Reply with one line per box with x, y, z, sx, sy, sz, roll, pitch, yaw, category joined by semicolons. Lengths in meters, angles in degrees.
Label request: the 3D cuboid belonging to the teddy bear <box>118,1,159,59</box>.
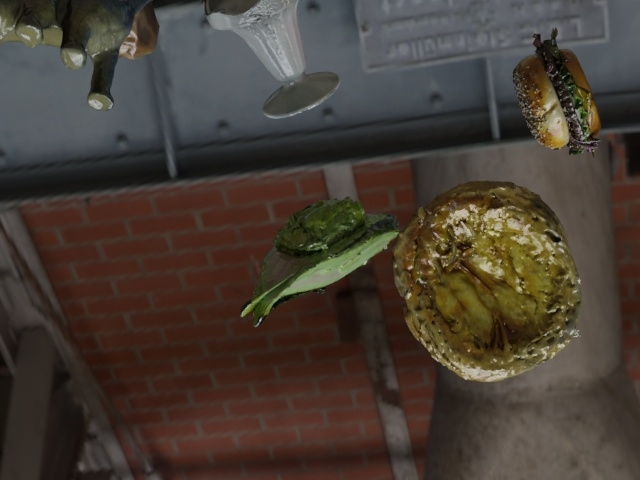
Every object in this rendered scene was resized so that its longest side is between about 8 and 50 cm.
-0.277;-0.336;1.319;0.223;0.246;0.296;5;-154;-1;teddy bear

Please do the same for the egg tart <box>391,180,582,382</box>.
0.197;0.047;1.415;0.232;0.252;0.098;-51;-171;-8;egg tart

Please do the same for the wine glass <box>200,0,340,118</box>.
-0.064;-0.298;1.762;0.165;0.196;0.165;-19;-149;12;wine glass

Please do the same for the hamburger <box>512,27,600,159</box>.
0.327;-0.192;1.647;0.093;0.189;0.164;-21;-141;8;hamburger

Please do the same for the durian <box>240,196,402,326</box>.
0.003;0.007;1.565;0.107;0.132;0.375;42;-140;13;durian

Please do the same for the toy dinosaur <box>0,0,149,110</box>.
-0.233;-0.214;1.040;0.248;0.075;0.188;14;-134;-9;toy dinosaur
